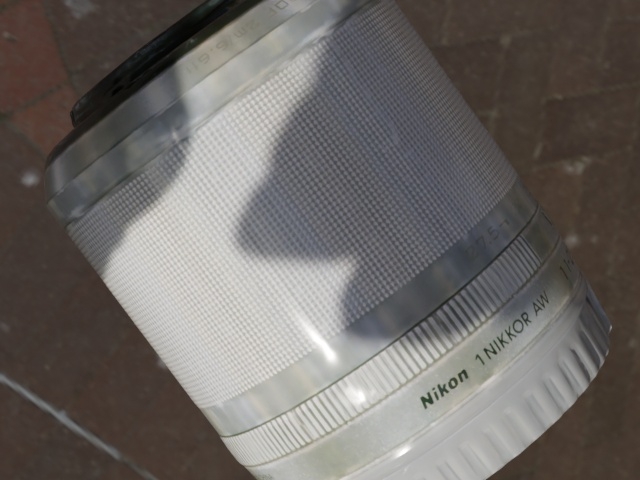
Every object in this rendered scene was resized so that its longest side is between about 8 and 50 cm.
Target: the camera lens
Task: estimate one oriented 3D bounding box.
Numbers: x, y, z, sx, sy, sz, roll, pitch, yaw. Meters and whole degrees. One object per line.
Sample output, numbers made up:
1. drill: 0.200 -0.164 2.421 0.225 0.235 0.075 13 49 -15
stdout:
1. camera lens: 0.000 0.000 0.810 0.219 0.219 0.274 -38 95 -22
